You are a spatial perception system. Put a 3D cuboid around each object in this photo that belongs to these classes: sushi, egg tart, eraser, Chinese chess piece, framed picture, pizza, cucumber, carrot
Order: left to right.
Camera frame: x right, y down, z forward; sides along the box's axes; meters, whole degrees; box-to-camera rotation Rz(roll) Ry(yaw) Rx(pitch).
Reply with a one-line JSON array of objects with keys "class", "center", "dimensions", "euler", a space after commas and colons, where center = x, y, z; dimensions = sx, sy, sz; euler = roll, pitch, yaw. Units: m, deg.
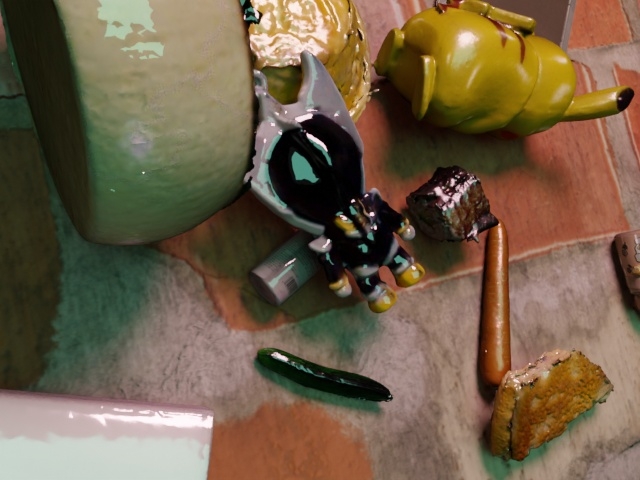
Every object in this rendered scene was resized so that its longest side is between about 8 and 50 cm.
[{"class": "eraser", "center": [-0.254, 0.244, 0.575], "dimensions": [0.270, 0.095, 0.173], "euler": [11, 77, -20]}, {"class": "Chinese chess piece", "center": [-0.189, -0.169, 0.534], "dimensions": [0.147, 0.349, 0.349], "euler": [-18, 88, -29]}, {"class": "egg tart", "center": [-0.068, -0.269, 0.717], "dimensions": [0.342, 0.132, 0.341], "euler": [4, 78, -20]}, {"class": "cucumber", "center": [0.005, 0.172, 0.724], "dimensions": [0.184, 0.033, 0.036], "euler": [21, 99, -17]}, {"class": "sushi", "center": [0.177, -0.045, 0.796], "dimensions": [0.084, 0.094, 0.098], "euler": [-40, 112, -19]}, {"class": "carrot", "center": [0.253, 0.088, 0.831], "dimensions": [0.043, 0.043, 0.247], "euler": [11, 75, -20]}, {"class": "framed picture", "center": [0.313, -0.404, 0.953], "dimensions": [0.253, 0.014, 0.196], "euler": [22, 74, -17]}, {"class": "pizza", "center": [0.317, 0.211, 0.811], "dimensions": [0.226, 0.069, 0.147], "euler": [-27, 117, -22]}]

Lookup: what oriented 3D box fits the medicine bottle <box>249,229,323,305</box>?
[{"class": "medicine bottle", "center": [0.000, 0.000, 0.737], "dimensions": [0.199, 0.058, 0.057], "euler": [-42, 97, -22]}]

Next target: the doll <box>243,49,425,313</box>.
[{"class": "doll", "center": [0.011, -0.059, 0.663], "dimensions": [0.146, 0.103, 0.316], "euler": [-35, 105, 7]}]

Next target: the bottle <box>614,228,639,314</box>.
[{"class": "bottle", "center": [0.532, 0.054, 0.917], "dimensions": [0.099, 0.099, 0.152], "euler": [-8, 84, -22]}]

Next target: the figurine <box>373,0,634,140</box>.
[{"class": "figurine", "center": [0.241, -0.237, 0.813], "dimensions": [0.327, 0.169, 0.218], "euler": [6, 41, -33]}]
